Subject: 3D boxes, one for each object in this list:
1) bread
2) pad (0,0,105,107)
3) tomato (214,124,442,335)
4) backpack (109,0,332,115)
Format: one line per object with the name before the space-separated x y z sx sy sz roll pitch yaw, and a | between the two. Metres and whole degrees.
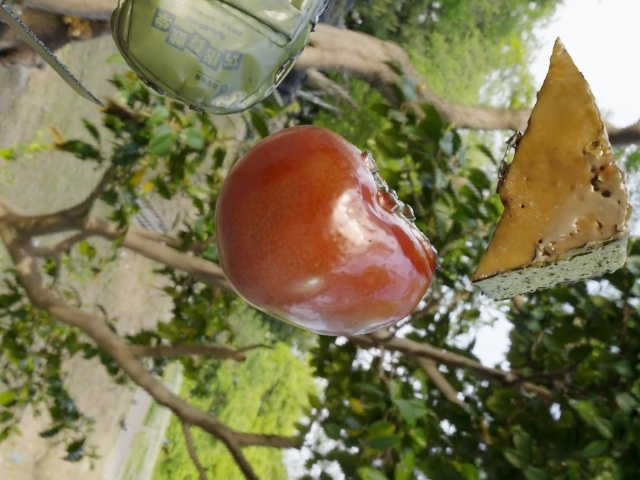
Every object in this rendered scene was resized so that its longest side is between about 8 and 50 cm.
bread | 0.318 -0.082 1.262 0.248 0.279 0.315 31 35 -63
pad | -0.527 -0.360 1.556 0.012 0.269 0.269 -46 -152 -8
tomato | 0.000 0.000 1.243 0.273 0.341 0.341 -34 -168 10
backpack | -0.100 -0.251 0.838 0.253 0.207 0.140 -65 -158 -7
